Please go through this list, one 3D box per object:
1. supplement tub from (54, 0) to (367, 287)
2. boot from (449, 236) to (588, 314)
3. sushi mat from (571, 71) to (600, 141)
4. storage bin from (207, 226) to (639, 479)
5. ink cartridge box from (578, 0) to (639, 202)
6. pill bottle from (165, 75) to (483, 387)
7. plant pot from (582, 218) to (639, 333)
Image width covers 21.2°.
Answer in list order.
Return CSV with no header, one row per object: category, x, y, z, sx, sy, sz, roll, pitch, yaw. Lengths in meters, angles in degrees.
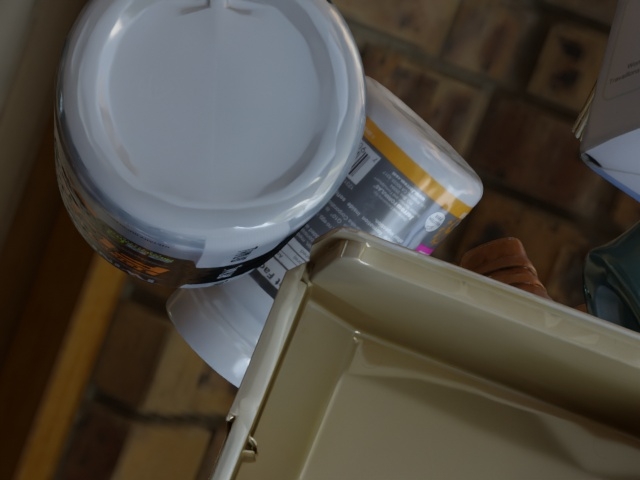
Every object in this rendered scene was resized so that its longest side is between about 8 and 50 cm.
supplement tub,-0.085,-0.070,1.168,0.193,0.194,0.316,20,170,-5
boot,0.211,0.077,1.692,0.109,0.283,0.220,45,-151,-25
sushi mat,0.337,-0.152,1.544,0.151,0.019,0.316,28,147,7
storage bin,0.063,0.163,0.728,0.260,0.262,0.123,21,164,4
ink cartridge box,0.312,-0.202,0.870,0.151,0.395,0.270,32,149,-27
pill bottle,0.000,0.000,1.536,0.162,0.278,0.162,41,-170,-9
plant pot,0.337,0.045,1.225,0.255,0.272,0.271,-22,-168,-5
